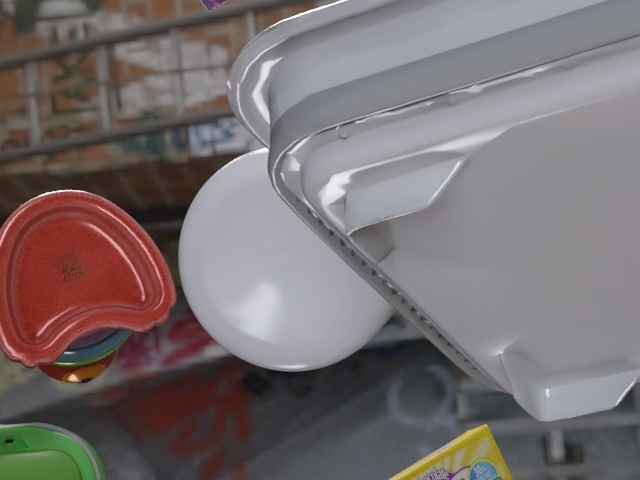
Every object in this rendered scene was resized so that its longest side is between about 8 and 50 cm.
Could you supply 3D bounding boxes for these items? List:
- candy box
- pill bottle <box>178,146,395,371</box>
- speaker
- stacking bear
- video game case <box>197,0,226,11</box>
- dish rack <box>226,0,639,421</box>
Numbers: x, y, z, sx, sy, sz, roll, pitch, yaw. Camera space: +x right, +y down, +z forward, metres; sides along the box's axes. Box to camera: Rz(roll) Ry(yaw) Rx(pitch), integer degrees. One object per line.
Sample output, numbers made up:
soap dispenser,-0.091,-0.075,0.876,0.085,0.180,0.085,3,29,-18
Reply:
candy box,0.108,0.235,1.367,0.206,0.027,0.105,-20,-98,-55
pill bottle,0.000,0.000,0.903,0.215,0.117,0.117,-30,-65,-78
speaker,-0.308,0.227,1.409,0.296,0.131,0.131,10,-106,-67
stacking bear,-0.258,0.067,1.660,0.289,0.175,0.164,116,134,-71
video game case,-0.160,-0.302,1.230,0.232,0.042,0.210,54,179,-33
dish rack,0.159,-0.018,0.630,0.285,0.333,0.072,44,-142,-48
